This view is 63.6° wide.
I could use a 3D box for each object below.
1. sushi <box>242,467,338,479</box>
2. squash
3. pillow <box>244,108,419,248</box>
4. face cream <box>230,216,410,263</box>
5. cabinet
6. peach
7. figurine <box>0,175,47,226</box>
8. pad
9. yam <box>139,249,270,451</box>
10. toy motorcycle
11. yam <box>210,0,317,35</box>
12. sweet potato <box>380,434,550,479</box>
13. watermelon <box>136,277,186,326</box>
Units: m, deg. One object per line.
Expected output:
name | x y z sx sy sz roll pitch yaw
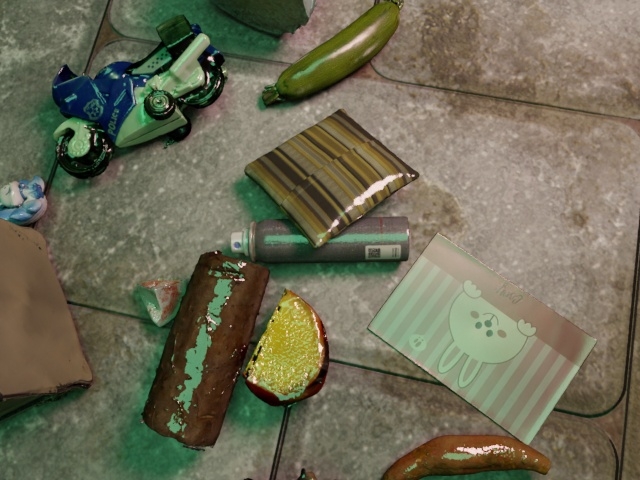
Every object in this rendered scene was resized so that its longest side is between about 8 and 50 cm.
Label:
sushi | -0.042 0.443 0.667 0.219 0.225 0.238 20 112 -1
squash | 0.037 -0.325 0.900 0.319 0.080 0.071 -37 116 -4
pillow | 0.015 -0.110 0.832 0.212 0.052 0.208 -34 58 -16
face cream | 0.000 0.000 0.828 0.284 0.073 0.073 -1 78 3
cabinet | -0.570 0.155 0.754 0.318 0.227 0.289 -26 78 0
peach | -0.051 0.167 0.787 0.127 0.092 0.172 -1 66 -2
figurine | -0.517 -0.060 0.868 0.115 0.079 0.114 -5 51 6
pad | 0.253 0.148 0.815 0.300 0.005 0.202 36 82 10
yam | -0.172 0.156 0.781 0.131 0.131 0.279 15 78 7
toy motorcycle | -0.321 -0.251 0.882 0.331 0.125 0.196 -32 79 0
yam | -0.077 -0.538 0.873 0.241 0.241 0.347 17 75 7
sweet potato | 0.199 0.321 0.756 0.256 0.058 0.078 -13 98 5
watermelon | -0.258 0.094 0.828 0.085 0.061 0.085 -1 68 3
